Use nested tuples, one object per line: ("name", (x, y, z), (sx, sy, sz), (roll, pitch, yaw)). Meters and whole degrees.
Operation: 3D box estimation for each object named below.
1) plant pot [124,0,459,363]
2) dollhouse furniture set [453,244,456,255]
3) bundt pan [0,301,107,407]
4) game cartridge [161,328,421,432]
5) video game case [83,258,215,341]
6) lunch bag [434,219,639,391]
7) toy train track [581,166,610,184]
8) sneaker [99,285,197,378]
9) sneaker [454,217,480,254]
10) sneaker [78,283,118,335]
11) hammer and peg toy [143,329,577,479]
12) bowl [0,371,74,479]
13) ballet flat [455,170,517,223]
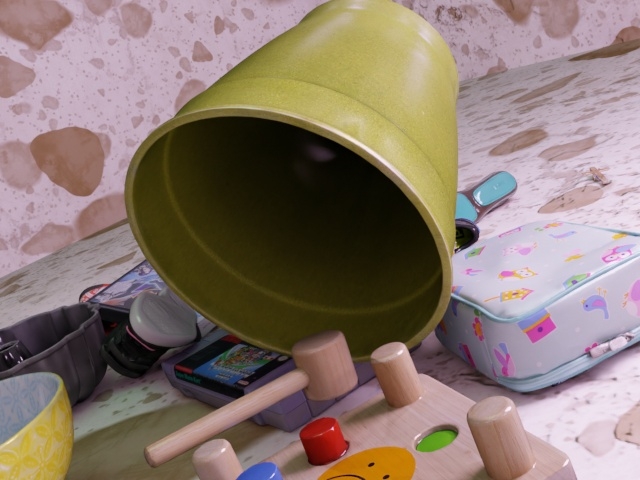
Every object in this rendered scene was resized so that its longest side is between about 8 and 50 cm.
("plant pot", (0.014, -0.107, 1.035), (0.367, 0.366, 0.353), (-12, 37, 34))
("dollhouse furniture set", (0.066, -0.012, 1.267), (0.242, 0.212, 0.161), (-12, 12, 18))
("bundt pan", (-0.492, 0.228, 1.416), (0.331, 0.124, 0.331), (-20, 13, 5))
("game cartridge", (-0.057, 0.155, 1.190), (0.230, 0.068, 0.355), (-24, 13, -30))
("video game case", (-0.259, 0.087, 1.617), (0.275, 0.035, 0.248), (8, 32, 32))
("lunch bag", (0.252, 0.061, 0.978), (0.224, 0.107, 0.279), (-23, 13, -12))
("toy train track", (0.484, -0.110, 1.506), (0.048, 0.014, 0.083), (-12, 20, 6))
("sneaker", (-0.274, 0.158, 1.332), (0.147, 0.104, 0.296), (-46, 3, 0))
("sneaker", (0.168, 0.008, 1.398), (0.188, 0.067, 0.078), (-19, 7, -2))
("sneaker", (-0.346, 0.117, 1.731), (0.270, 0.090, 0.145), (-18, 24, -11))
("hammer and peg toy", (0.011, 0.203, 0.745), (0.266, 0.127, 0.361), (-27, 14, -16))
("bowl", (-0.392, 0.285, 0.964), (0.290, 0.156, 0.289), (-20, 13, 5))
("ballet flat", (0.265, -0.059, 1.559), (0.213, 0.072, 0.068), (-26, -13, -25))
